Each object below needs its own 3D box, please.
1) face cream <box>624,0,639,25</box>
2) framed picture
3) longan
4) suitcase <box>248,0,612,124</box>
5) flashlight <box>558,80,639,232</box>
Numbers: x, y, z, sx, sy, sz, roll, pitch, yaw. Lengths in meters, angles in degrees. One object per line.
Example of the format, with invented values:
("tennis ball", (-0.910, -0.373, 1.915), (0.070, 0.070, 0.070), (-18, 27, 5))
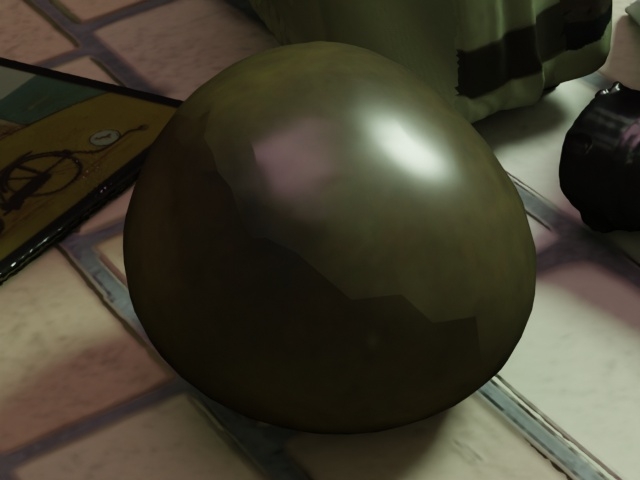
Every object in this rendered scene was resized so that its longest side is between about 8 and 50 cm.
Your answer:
("face cream", (0.201, -0.114, 0.950), (0.092, 0.058, 0.244), (1, 11, 11))
("framed picture", (-0.259, -0.046, 1.040), (0.323, 0.013, 0.244), (16, 40, 32))
("longan", (0.000, 0.000, 0.781), (0.189, 0.189, 0.189), (-6, 33, 4))
("suitcase", (0.012, -0.258, 0.997), (0.194, 0.339, 0.351), (-17, 35, -13))
("flashlight", (0.206, -0.012, 0.811), (0.093, 0.093, 0.232), (-29, 38, -28))
